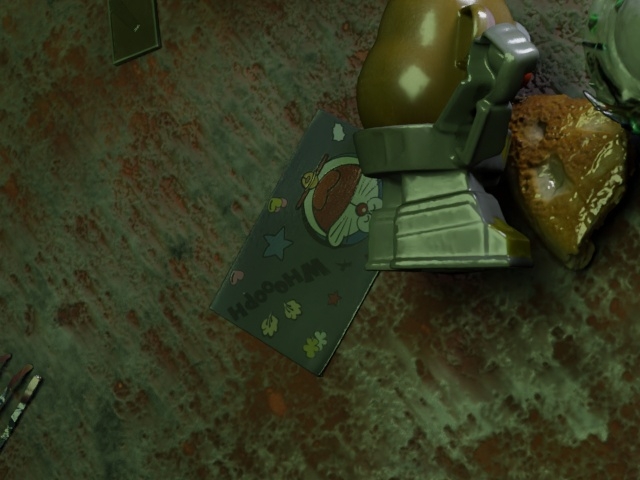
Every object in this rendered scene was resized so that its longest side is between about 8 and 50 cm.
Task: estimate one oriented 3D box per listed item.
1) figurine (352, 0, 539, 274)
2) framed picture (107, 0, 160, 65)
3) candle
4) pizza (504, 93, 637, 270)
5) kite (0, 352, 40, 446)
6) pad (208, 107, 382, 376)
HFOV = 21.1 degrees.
[{"bbox_3d":[0.115,-0.112,1.606,0.342,0.167,0.285,-7,85,51],"label":"figurine"},{"bbox_3d":[-0.217,-0.252,1.990,0.066,0.006,0.089,-19,66,25],"label":"framed picture"},{"bbox_3d":[0.324,-0.163,1.461,0.187,0.330,0.187,-5,80,32],"label":"candle"},{"bbox_3d":[0.246,-0.083,1.641,0.161,0.062,0.182,-47,53,18],"label":"pizza"},{"bbox_3d":[-0.398,0.229,1.949,0.127,0.016,0.229,33,94,30],"label":"kite"},{"bbox_3d":[0.000,0.000,1.789,0.170,0.006,0.246,30,91,33],"label":"pad"}]
